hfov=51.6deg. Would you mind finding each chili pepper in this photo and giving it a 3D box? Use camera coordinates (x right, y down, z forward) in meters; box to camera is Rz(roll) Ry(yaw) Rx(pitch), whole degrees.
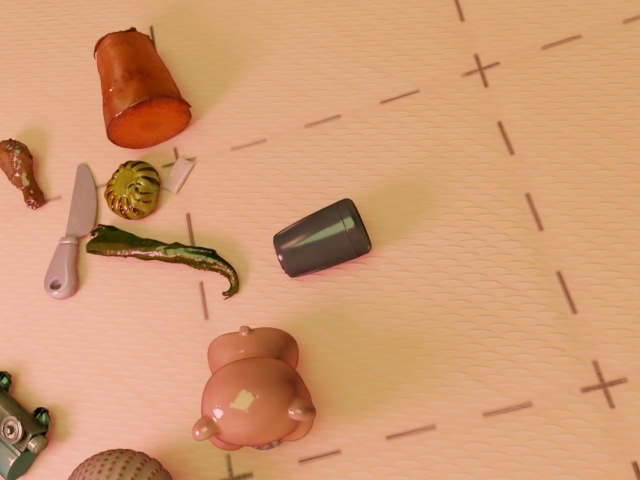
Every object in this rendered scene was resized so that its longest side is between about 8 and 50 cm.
[{"bbox_3d":[-0.338,0.034,1.418,0.359,0.076,0.085,15,51,16],"label":"chili pepper"}]

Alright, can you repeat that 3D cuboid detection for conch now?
[{"bbox_3d":[-0.386,0.535,1.190,0.319,0.215,0.303,-19,59,39],"label":"conch"}]

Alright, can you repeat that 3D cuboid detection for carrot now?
[{"bbox_3d":[-0.418,-0.357,1.497,0.196,0.196,0.254,-25,69,3],"label":"carrot"}]

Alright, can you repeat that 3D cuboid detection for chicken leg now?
[{"bbox_3d":[-0.702,-0.158,1.555,0.085,0.069,0.198,-31,76,2],"label":"chicken leg"}]

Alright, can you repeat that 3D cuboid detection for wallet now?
[{"bbox_3d":[-0.324,-0.147,1.501,0.044,0.011,0.083,26,79,18],"label":"wallet"}]

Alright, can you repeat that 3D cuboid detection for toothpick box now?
[{"bbox_3d":[0.000,0.000,1.332,0.184,0.120,0.120,-22,69,7],"label":"toothpick box"}]

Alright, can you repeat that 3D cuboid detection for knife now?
[{"bbox_3d":[-0.552,-0.028,1.499,0.080,0.044,0.331,2,69,13],"label":"knife"}]

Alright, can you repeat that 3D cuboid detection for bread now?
[{"bbox_3d":[-0.420,-0.116,1.481,0.130,0.071,0.139,18,77,21],"label":"bread"}]

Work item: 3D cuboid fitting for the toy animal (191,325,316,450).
[{"bbox_3d":[-0.116,0.264,1.211,0.210,0.229,0.221,-11,68,2],"label":"toy animal"}]

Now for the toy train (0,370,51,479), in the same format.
[{"bbox_3d":[-0.669,0.379,1.364,0.248,0.101,0.159,34,97,20],"label":"toy train"}]
